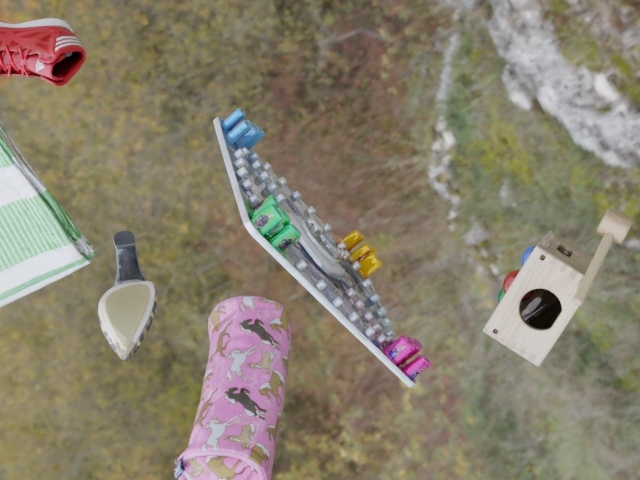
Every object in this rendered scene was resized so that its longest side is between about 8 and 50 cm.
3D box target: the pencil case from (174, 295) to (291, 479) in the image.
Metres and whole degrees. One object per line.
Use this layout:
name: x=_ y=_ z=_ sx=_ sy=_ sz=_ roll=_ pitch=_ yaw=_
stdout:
pencil case: x=-0.143 y=0.270 z=2.127 sx=0.167 sy=0.386 sz=0.160 roll=3 pitch=133 yaw=7

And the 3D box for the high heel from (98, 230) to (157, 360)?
high heel: x=-0.308 y=0.136 z=2.025 sx=0.186 sy=0.093 sz=0.261 roll=91 pitch=173 yaw=-45

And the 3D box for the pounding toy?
pounding toy: x=0.282 y=0.038 z=1.489 sx=0.094 sy=0.181 sz=0.206 roll=33 pitch=107 yaw=11

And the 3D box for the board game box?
board game box: x=0.000 y=0.000 z=1.913 sx=0.390 sy=0.050 sz=0.390 roll=46 pitch=-169 yaw=-29

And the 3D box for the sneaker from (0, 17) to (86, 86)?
sneaker: x=-0.454 y=-0.274 z=1.833 sx=0.128 sy=0.221 sz=0.087 roll=40 pitch=143 yaw=48

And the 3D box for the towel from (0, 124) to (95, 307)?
towel: x=-0.476 y=-0.051 z=1.587 sx=0.325 sy=0.248 sz=0.038 roll=57 pitch=-164 yaw=-25
